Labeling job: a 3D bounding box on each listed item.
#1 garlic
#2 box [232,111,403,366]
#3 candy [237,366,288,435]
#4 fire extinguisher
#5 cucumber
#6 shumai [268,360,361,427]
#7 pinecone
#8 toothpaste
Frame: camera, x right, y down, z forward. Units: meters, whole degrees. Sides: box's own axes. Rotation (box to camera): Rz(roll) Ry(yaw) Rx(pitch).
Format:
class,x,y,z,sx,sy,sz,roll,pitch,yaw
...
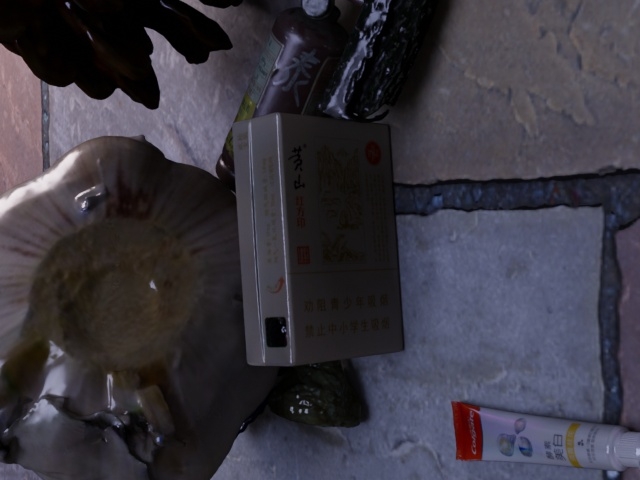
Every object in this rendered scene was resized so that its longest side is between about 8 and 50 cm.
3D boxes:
class,x,y,z,sx,sy,sz,roll,pitch,yaw
garlic,-0.175,0.065,0.901,0.241,0.322,0.322,-30,69,47
box,0.000,0.000,0.866,0.058,0.141,0.201,-5,88,44
candy,-0.125,0.070,1.069,0.145,0.070,0.275,-51,54,25
fire extinguisher,-0.003,-0.150,0.936,0.075,0.106,0.252,-85,19,-62
cucumber,0.069,-0.210,0.833,0.067,0.067,0.245,35,108,43
shumai,0.001,0.122,0.925,0.083,0.082,0.080,11,90,7
pinecone,-0.202,-0.323,0.926,0.397,0.397,0.398,2,92,49
toothpaste,0.165,0.147,0.765,0.190,0.031,0.048,-6,89,52
